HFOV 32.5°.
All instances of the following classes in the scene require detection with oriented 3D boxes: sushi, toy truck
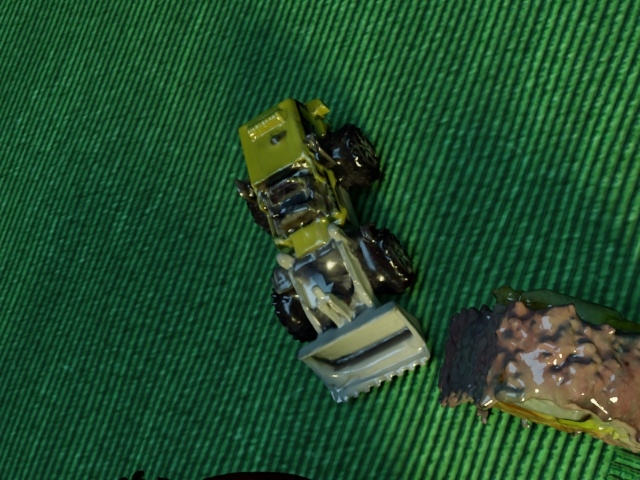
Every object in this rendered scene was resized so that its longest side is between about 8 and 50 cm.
[{"bbox_3d":[0.189,0.102,0.855,0.161,0.241,0.107,18,79,-2],"label":"sushi"},{"bbox_3d":[0.000,0.000,1.021,0.136,0.111,0.286,-30,62,20],"label":"toy truck"}]

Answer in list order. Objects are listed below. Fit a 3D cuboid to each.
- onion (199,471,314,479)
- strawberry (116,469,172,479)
[{"bbox_3d":[-0.039,0.333,0.812,0.341,0.341,0.341,-12,68,30],"label":"onion"},{"bbox_3d":[-0.199,0.347,0.947,0.137,0.233,0.306,23,71,32],"label":"strawberry"}]
